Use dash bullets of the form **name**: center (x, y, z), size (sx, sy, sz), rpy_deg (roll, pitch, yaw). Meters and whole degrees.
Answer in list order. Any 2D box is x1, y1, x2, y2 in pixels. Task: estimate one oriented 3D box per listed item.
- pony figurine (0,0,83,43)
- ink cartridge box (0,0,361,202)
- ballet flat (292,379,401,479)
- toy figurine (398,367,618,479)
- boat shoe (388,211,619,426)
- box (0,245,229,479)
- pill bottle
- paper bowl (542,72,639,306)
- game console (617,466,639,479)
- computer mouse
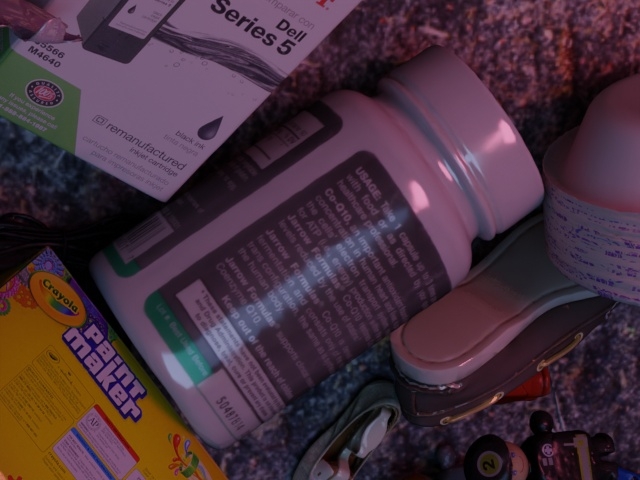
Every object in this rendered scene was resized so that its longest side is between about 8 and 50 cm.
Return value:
- **pony figurine**: center (-0.381, -0.222, 1.091), size (0.302, 0.351, 0.363), rpy_deg (-21, 120, -33)
- **ink cartridge box**: center (-0.124, -0.189, 1.220), size (0.198, 0.115, 0.273), rpy_deg (29, 122, -31)
- **ballet flat**: center (0.024, 0.211, 1.520), size (0.057, 0.052, 0.168), rpy_deg (26, 108, -21)
- **toy figurine**: center (0.164, 0.231, 1.469), size (0.148, 0.213, 0.210), rpy_deg (-1, 120, -24)
- **boat shoe**: center (0.199, 0.064, 1.423), size (0.324, 0.116, 0.097), rpy_deg (-30, 138, -27)
- **box**: center (-0.265, 0.201, 1.280), size (0.279, 0.177, 0.290), rpy_deg (-24, 106, 45)
- **pill bottle**: center (0.000, 0.000, 1.317), size (0.361, 0.204, 0.204), rpy_deg (-34, 117, -5)
- **paper bowl**: center (0.334, -0.061, 1.324), size (0.284, 0.284, 0.148), rpy_deg (-10, 114, -6)
- **game console**: center (0.293, 0.385, 1.670), size (0.293, 0.173, 0.250), rpy_deg (22, 140, -19)
- **computer mouse**: center (-0.245, 0.111, 1.409), size (0.188, 0.072, 0.272), rpy_deg (-1, 115, -12)
